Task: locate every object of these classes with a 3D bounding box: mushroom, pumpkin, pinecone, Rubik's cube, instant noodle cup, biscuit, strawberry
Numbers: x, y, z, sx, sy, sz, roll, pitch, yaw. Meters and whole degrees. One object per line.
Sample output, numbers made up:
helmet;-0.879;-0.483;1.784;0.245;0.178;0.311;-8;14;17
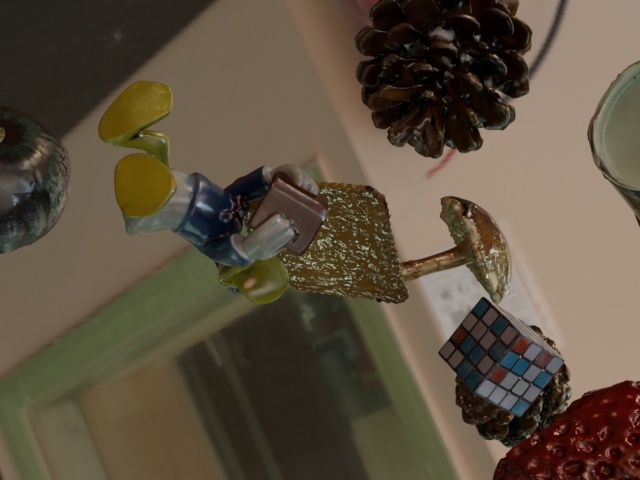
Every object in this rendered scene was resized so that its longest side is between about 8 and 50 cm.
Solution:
mushroom;0.223;0.021;2.353;0.301;0.208;0.233;5;156;8
pumpkin;-0.464;-0.088;1.695;0.233;0.233;0.163;-19;139;-28
pinecone;0.387;0.285;2.418;0.243;0.243;0.257;-28;167;25
pinecone;0.168;-0.227;1.631;0.264;0.264;0.264;-23;171;-4
Rubik's cube;0.217;0.141;1.461;0.092;0.092;0.092;31;101;-36
instant noodle cup;0.432;-0.104;1.413;0.230;0.230;0.182;-29;144;29
biscuit;0.000;0.000;1.730;0.236;0.232;0.013;6;-133;23
strawberry;0.457;0.394;1.962;0.345;0.295;0.317;-13;163;-9

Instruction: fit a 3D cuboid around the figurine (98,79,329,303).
figurine;-0.117;-0.036;1.615;0.283;0.205;0.338;-1;149;12
